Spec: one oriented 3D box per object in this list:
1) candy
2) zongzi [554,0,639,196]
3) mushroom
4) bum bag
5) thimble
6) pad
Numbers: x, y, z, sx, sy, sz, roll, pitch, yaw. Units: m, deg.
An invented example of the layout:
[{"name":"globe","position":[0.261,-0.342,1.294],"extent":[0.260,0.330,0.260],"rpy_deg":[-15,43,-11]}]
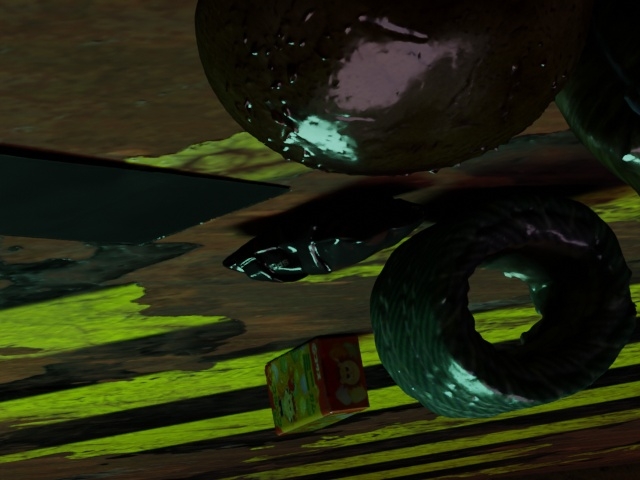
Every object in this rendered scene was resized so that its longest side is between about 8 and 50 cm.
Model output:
[{"name":"candy","position":[-0.004,0.119,1.382],"extent":[0.038,0.062,0.122],"rpy_deg":[-4,167,-24]},{"name":"zongzi","position":[0.218,-0.076,0.600],"extent":[0.242,0.112,0.221],"rpy_deg":[-35,148,22]},{"name":"mushroom","position":[0.024,-0.073,0.525],"extent":[0.127,0.087,0.127],"rpy_deg":[-14,147,-9]},{"name":"bum bag","position":[0.000,0.001,0.915],"extent":[0.124,0.034,0.058],"rpy_deg":[-19,178,41]},{"name":"thimble","position":[0.101,0.037,0.954],"extent":[0.135,0.118,0.090],"rpy_deg":[-20,179,-27]},{"name":"pad","position":[-0.117,-0.017,0.822],"extent":[0.116,0.004,0.193],"rpy_deg":[-18,164,38]}]
